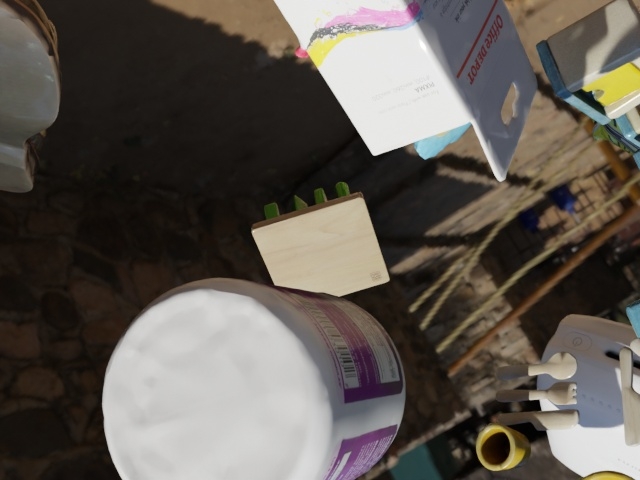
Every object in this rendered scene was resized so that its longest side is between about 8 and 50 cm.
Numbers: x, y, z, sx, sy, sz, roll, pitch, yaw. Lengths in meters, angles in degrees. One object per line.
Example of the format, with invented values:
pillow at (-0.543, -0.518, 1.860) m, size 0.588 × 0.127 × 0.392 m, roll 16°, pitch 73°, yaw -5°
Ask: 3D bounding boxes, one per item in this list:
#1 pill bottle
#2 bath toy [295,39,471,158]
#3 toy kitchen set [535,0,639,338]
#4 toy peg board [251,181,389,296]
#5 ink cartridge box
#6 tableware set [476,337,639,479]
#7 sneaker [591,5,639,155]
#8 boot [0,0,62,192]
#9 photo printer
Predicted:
pill bottle at (-0.027, 0.122, 0.683) m, size 0.169 × 0.169 × 0.301 m, roll -32°, pitch 164°, yaw 12°
bath toy at (0.076, -0.260, 1.242) m, size 0.129 × 0.348 × 0.151 m, roll -50°, pitch 148°, yaw 10°
toy kitchen set at (0.222, -0.028, 0.577) m, size 0.122 × 0.207 × 0.166 m, roll -33°, pitch 153°, yaw 31°
toy peg board at (0.000, 0.000, 1.236) m, size 0.161 × 0.079 × 0.160 m, roll -16°, pitch 128°, yaw 6°
ink cartridge box at (0.042, -0.130, 0.465) m, size 0.067 × 0.198 × 0.115 m, roll -16°, pitch -150°, yaw 38°
tableware set at (0.131, 0.095, 0.368) m, size 0.024 × 0.104 × 0.154 m, roll 20°, pitch 156°, yaw -41°
sneaker at (0.456, -0.163, 1.145) m, size 0.147 × 0.384 × 0.145 m, roll -3°, pitch -129°, yaw 43°
boot at (-0.234, -0.131, 0.610) m, size 0.112 × 0.115 × 0.305 m, roll 18°, pitch 164°, yaw -16°
photo printer at (0.361, 0.202, 0.901) m, size 0.107 × 0.256 × 0.307 m, roll -55°, pitch 148°, yaw -18°
